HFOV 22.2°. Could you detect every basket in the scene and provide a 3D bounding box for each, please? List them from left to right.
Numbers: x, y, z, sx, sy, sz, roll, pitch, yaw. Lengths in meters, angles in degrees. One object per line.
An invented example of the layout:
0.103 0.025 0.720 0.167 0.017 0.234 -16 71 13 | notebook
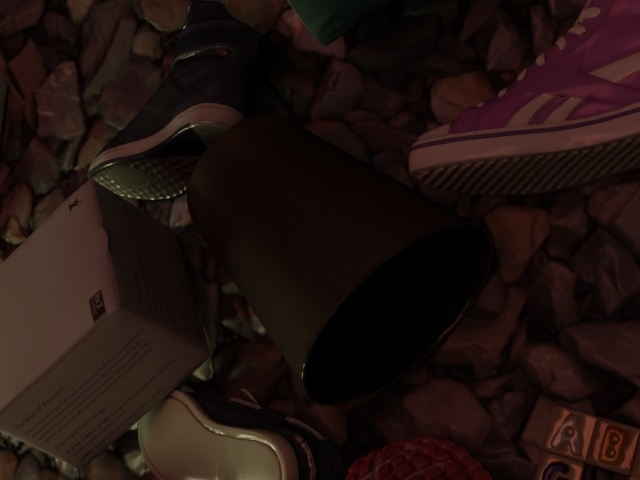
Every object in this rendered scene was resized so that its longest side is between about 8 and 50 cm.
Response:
0.000 0.000 1.411 0.204 0.154 0.227 -38 53 -11 | basket

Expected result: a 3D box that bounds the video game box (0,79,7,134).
-0.434 -0.082 1.753 0.205 0.048 0.187 1 79 32 | video game box

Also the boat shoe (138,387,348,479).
-0.075 0.180 1.455 0.254 0.079 0.095 1 92 53 | boat shoe

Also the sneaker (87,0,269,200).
-0.132 -0.135 1.562 0.226 0.086 0.163 -22 51 46 | sneaker

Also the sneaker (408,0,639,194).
0.204 -0.132 1.348 0.282 0.102 0.161 -12 71 18 | sneaker

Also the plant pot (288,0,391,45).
0.037 -0.348 1.388 0.235 0.293 0.293 -27 67 9 | plant pot

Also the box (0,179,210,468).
-0.217 0.077 1.512 0.182 0.119 0.181 -41 40 18 | box

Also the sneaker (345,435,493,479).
0.113 0.277 1.305 0.121 0.112 0.299 -22 45 -15 | sneaker

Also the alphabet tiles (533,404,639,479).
0.265 0.252 1.280 0.237 0.009 0.198 13 87 33 | alphabet tiles
